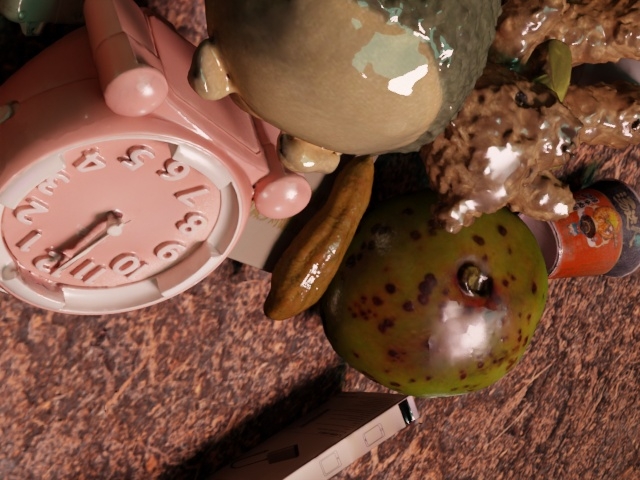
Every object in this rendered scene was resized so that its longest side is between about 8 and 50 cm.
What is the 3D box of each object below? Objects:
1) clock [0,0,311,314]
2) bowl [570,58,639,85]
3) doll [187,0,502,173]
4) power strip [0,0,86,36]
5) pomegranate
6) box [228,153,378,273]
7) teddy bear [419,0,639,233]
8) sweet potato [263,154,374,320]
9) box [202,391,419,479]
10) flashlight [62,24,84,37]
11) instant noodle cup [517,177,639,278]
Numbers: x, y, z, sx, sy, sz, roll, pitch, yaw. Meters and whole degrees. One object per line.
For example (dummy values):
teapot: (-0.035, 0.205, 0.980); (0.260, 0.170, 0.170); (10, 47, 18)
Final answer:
clock: (-0.168, -0.051, 1.104); (0.241, 0.142, 0.227); (-38, 137, 17)
bowl: (0.321, -0.203, 1.585); (0.086, 0.189, 0.189); (4, 123, -5)
doll: (0.024, -0.224, 1.082); (0.247, 0.247, 0.350); (55, 44, -53)
power strip: (-0.178, -0.240, 1.037); (0.081, 0.035, 0.192); (-9, 124, -47)
pomegranate: (0.101, 0.076, 1.490); (0.231, 0.231, 0.286); (-27, 158, -34)
box: (0.010, -0.143, 1.322); (0.365, 0.051, 0.204); (-58, 146, 5)
teddy bear: (0.223, -0.133, 1.389); (0.296, 0.222, 0.246); (-7, 117, -11)
sweet potato: (0.002, 0.000, 1.341); (0.054, 0.053, 0.182); (26, 98, -51)
box: (-0.024, 0.229, 1.528); (0.247, 0.129, 0.033); (-29, 104, -32)
flashlight: (-0.161, -0.141, 1.139); (0.052, 0.031, 0.110); (-56, 145, 1)
instant noodle cup: (0.304, -0.007, 1.734); (0.135, 0.127, 0.127); (-10, 126, -34)
